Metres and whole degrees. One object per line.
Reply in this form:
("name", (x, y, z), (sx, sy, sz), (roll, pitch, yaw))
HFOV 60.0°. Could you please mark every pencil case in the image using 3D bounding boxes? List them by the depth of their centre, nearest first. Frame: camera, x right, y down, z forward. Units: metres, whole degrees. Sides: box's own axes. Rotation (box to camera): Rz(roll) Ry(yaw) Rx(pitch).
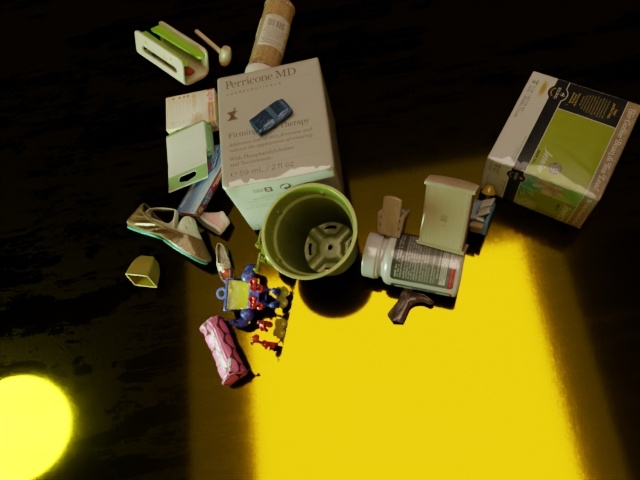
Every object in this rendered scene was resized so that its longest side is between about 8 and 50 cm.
("pencil case", (-0.293, 0.326, 1.666), (0.095, 0.098, 0.209), (-30, 66, -2))

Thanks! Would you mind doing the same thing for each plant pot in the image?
("plant pot", (0.000, 0.000, 1.641), (0.276, 0.254, 0.275), (-4, 76, 15))
("plant pot", (-0.574, 0.096, 1.816), (0.081, 0.081, 0.083), (5, 60, 12))

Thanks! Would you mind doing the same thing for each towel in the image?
("towel", (-0.142, -0.355, 1.582), (0.119, 0.029, 0.067), (-37, 66, -4))

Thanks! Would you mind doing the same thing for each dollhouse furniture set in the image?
("dollhouse furniture set", (0.358, -0.138, 1.619), (0.287, 0.198, 0.303), (16, 34, 22))

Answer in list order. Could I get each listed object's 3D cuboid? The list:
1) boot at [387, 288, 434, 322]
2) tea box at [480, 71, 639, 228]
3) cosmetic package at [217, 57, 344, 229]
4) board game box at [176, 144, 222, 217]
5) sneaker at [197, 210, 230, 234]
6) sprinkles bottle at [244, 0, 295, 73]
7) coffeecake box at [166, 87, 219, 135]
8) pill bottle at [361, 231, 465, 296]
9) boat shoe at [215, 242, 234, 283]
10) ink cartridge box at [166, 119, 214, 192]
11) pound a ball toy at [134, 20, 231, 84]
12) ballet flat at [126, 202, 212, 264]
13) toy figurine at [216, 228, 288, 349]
("boot", (0.266, 0.205, 1.643), (0.107, 0.037, 0.114), (25, 72, 31))
("tea box", (0.703, -0.268, 1.647), (0.324, 0.220, 0.328), (26, 76, 19))
("cosmetic package", (-0.115, -0.289, 1.745), (0.330, 0.327, 0.393), (-10, 67, 7))
("board game box", (-0.384, -0.206, 1.884), (0.145, 0.027, 0.281), (9, 68, 50))
("sneaker", (-0.360, -0.075, 1.860), (0.134, 0.051, 0.070), (31, 65, 25))
("sprinkles bottle", (-0.185, -0.719, 2.033), (0.122, 0.121, 0.355), (7, 71, 13))
("coffeecake box", (-0.460, -0.459, 2.011), (0.186, 0.068, 0.142), (-10, 68, 7))
("pill bottle", (0.274, 0.063, 1.629), (0.284, 0.161, 0.161), (10, 72, 13))
("boat shoe", (-0.314, 0.074, 1.796), (0.049, 0.043, 0.136), (-14, 69, 3))
("ink cartridge box", (-0.452, -0.286, 1.929), (0.171, 0.056, 0.234), (-18, 68, 21))
("pound a ball toy", (-0.515, -0.705, 2.101), (0.319, 0.135, 0.208), (36, 54, 20))
("ballet flat", (-0.487, -0.038, 1.830), (0.343, 0.116, 0.124), (23, 88, 23))
("toy figurine", (-0.235, 0.138, 1.677), (0.218, 0.191, 0.362), (1, 86, 27))
